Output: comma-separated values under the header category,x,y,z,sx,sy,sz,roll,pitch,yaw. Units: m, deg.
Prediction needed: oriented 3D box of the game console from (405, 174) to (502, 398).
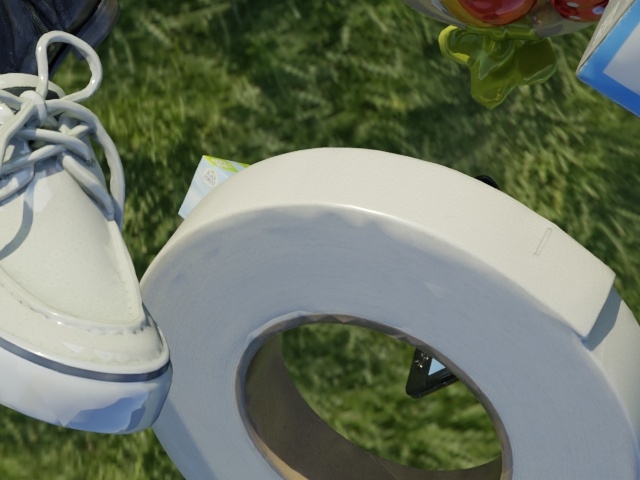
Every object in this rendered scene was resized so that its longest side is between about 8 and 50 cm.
category,x,y,z,sx,sy,sz,roll,pitch,yaw
game console,0.102,0.039,1.272,0.085,0.124,0.144,36,140,-21

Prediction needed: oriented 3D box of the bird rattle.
category,x,y,z,sx,sy,sz,roll,pitch,yaw
bird rattle,0.152,-0.180,1.183,0.207,0.253,0.143,14,87,-29

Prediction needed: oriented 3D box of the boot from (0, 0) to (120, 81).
category,x,y,z,sx,sy,sz,roll,pitch,yaw
boot,-0.312,-0.214,1.426,0.263,0.091,0.229,-53,138,-17

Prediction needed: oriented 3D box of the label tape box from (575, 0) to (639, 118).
category,x,y,z,sx,sy,sz,roll,pitch,yaw
label tape box,0.312,-0.142,0.961,0.241,0.333,0.106,33,129,0

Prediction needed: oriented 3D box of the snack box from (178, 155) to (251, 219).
category,x,y,z,sx,sy,sz,roll,pitch,yaw
snack box,0.000,0.000,1.501,0.207,0.174,0.070,8,112,-41

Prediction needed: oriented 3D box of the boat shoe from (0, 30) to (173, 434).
category,x,y,z,sx,sy,sz,roll,pitch,yaw
boat shoe,-0.177,-0.044,0.914,0.136,0.367,0.156,7,114,-36

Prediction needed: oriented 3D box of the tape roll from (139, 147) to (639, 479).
category,x,y,z,sx,sy,sz,roll,pitch,yaw
tape roll,0.049,0.112,1.140,0.392,0.072,0.392,15,132,18
